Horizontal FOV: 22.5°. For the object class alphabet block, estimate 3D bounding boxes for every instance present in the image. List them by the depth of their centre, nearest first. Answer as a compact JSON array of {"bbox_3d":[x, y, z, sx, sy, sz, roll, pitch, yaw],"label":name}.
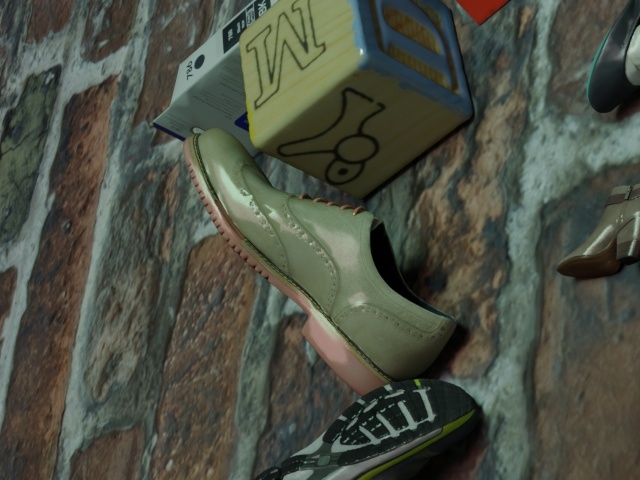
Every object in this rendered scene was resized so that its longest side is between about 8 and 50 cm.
[{"bbox_3d":[0.039,-0.199,1.933,0.197,0.192,0.193,-36,44,32],"label":"alphabet block"}]

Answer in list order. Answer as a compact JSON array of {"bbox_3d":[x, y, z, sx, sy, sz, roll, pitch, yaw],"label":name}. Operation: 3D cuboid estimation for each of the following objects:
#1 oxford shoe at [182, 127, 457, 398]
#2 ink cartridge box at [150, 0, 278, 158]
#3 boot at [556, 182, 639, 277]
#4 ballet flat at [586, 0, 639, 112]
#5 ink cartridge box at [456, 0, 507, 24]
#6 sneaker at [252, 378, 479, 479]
[{"bbox_3d":[0.000,0.000,1.834,0.146,0.140,0.397,-45,75,15],"label":"oxford shoe"},{"bbox_3d":[-0.060,-0.228,2.092,0.333,0.165,0.065,-36,45,32],"label":"ink cartridge box"},{"bbox_3d":[0.295,-0.012,1.639,0.118,0.042,0.087,-13,54,46],"label":"boot"},{"bbox_3d":[0.344,-0.222,1.670,0.074,0.074,0.203,25,88,54],"label":"ballet flat"},{"bbox_3d":[0.199,-0.374,1.841,0.232,0.189,0.066,-40,9,27],"label":"ink cartridge box"},{"bbox_3d":[0.047,0.259,1.737,0.300,0.121,0.111,-34,32,10],"label":"sneaker"}]
